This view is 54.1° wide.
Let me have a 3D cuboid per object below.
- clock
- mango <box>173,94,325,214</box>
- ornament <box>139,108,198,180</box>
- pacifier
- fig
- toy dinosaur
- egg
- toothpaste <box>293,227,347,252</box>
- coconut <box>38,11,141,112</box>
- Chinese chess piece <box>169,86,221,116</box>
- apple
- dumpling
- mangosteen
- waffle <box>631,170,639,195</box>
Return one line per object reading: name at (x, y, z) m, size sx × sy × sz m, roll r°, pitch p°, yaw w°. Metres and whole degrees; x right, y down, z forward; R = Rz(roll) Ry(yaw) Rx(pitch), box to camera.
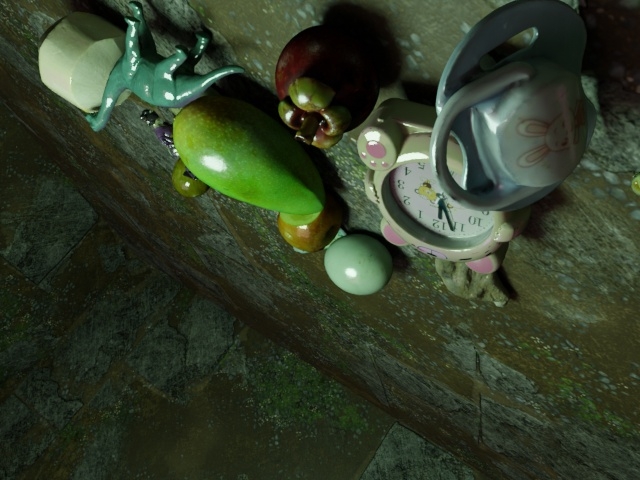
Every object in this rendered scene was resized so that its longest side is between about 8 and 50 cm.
clock at (0.210, -0.079, 1.053) m, size 0.283 × 0.114 × 0.310 m, roll 18°, pitch 146°, yaw 21°
mango at (-0.145, -0.175, 1.372) m, size 0.381 × 0.201 × 0.225 m, roll 32°, pitch 161°, yaw -19°
ornament at (-0.349, -0.250, 1.526) m, size 0.088 × 0.081 × 0.203 m, roll 20°, pitch 153°, yaw 52°
pacifier at (0.222, -0.170, 0.806) m, size 0.287 × 0.238 × 0.226 m, roll 56°, pitch -177°, yaw -37°
fig at (-0.399, -0.243, 1.849) m, size 0.124 × 0.124 × 0.237 m, roll 7°, pitch 119°, yaw 55°
toy dinosaur at (-0.347, -0.299, 1.332) m, size 0.383 × 0.129 × 0.331 m, roll 33°, pitch 127°, yaw 17°
egg at (0.093, 0.058, 1.558) m, size 0.192 × 0.149 × 0.149 m, roll 24°, pitch 156°, yaw 45°
toothpaste at (0.000, 0.000, 1.752) m, size 0.075 × 0.048 × 0.296 m, roll 46°, pitch 155°, yaw -15°
coconut at (-0.539, -0.415, 1.486) m, size 0.241 × 0.241 × 0.241 m, roll 33°, pitch 160°, yaw 14°
Chinese chess piece at (-0.284, -0.305, 1.504) m, size 0.188 × 0.083 × 0.188 m, roll 34°, pitch 164°, yaw 11°
apple at (-0.031, -0.053, 1.539) m, size 0.147 × 0.146 × 0.163 m, roll 36°, pitch 163°, yaw 17°
dumpling at (0.279, 0.032, 1.291) m, size 0.166 × 0.086 × 0.332 m, roll 15°, pitch 146°, yaw 41°
mangosteen at (0.005, -0.237, 0.995) m, size 0.199 × 0.200 × 0.200 m, roll 33°, pitch 160°, yaw 14°
waffle at (0.501, -0.056, 0.756) m, size 0.204 × 0.054 × 0.223 m, roll 33°, pitch 159°, yaw 13°
